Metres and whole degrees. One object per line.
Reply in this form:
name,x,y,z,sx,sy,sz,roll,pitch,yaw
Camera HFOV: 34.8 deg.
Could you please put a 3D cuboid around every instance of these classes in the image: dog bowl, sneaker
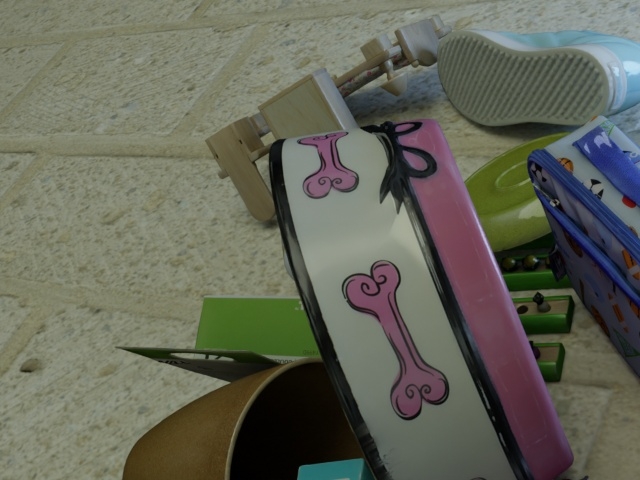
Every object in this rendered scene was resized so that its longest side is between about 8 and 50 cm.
dog bowl,0.101,0.070,0.940,0.150,0.408,0.408,-22,37,8
sneaker,0.310,-0.225,1.404,0.150,0.135,0.366,-13,23,-29

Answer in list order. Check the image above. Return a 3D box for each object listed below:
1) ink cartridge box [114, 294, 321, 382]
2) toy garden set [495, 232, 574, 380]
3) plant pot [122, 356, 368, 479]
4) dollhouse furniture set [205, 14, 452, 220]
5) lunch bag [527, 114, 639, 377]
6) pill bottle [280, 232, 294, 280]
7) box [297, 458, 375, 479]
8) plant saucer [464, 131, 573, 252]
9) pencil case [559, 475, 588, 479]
ink cartridge box,-0.066,0.105,1.131,0.189,0.255,0.097,-1,72,34
toy garden set,0.194,0.053,1.193,0.204,0.049,0.244,-5,43,30
plant pot,-0.085,0.245,1.040,0.254,0.237,0.237,-12,39,44
dollhouse furniture set,0.052,-0.180,1.571,0.303,0.174,0.355,-27,5,30
lunch bag,0.312,0.021,0.988,0.115,0.243,0.303,-30,37,0
pill bottle,0.000,0.000,1.343,0.103,0.103,0.184,-23,38,10
box,0.050,0.292,0.850,0.060,0.244,0.100,-12,41,23
plant saucer,0.250,-0.068,1.248,0.241,0.037,0.241,-27,20,11
pencil case,0.265,0.281,0.845,0.095,0.098,0.209,-45,41,-12
